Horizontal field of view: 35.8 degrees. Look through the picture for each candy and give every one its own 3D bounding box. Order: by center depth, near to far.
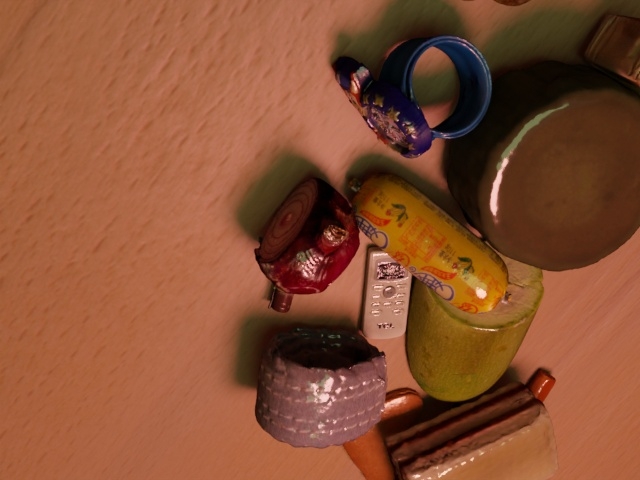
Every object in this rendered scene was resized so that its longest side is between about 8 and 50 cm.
[{"bbox_3d":[0.299,0.420,1.925,0.320,0.135,0.179,-20,126,-11],"label":"candy"}]

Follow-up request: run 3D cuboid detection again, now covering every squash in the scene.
[{"bbox_3d":[0.282,0.172,1.904,0.233,0.210,0.309,-6,146,-12],"label":"squash"}]

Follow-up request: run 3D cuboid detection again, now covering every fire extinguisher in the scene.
[{"bbox_3d":[-0.058,0.064,1.779,0.056,0.039,0.132,4,115,-26],"label":"fire extinguisher"}]

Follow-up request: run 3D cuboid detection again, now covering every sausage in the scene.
[{"bbox_3d":[0.188,0.004,1.713,0.347,0.123,0.123,38,104,1],"label":"sausage"},{"bbox_3d":[0.433,0.325,2.029,0.041,0.039,0.131,18,112,-29],"label":"sausage"}]

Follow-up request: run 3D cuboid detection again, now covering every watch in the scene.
[{"bbox_3d":[0.165,-0.249,1.619,0.200,0.171,0.196,-38,118,-10],"label":"watch"}]

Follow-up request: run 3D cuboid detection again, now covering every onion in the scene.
[{"bbox_3d":[0.000,0.000,1.652,0.140,0.218,0.195,44,67,-19],"label":"onion"}]

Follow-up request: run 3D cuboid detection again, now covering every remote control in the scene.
[{"bbox_3d":[0.124,0.099,1.845,0.087,0.029,0.190,-1,117,-13],"label":"remote control"}]

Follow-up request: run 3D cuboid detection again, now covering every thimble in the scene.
[{"bbox_3d":[0.002,0.262,1.797,0.236,0.205,0.172,5,113,-10],"label":"thimble"}]

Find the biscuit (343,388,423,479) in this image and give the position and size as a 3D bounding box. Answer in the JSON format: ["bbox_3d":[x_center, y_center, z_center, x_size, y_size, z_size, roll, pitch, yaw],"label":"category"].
[{"bbox_3d":[0.144,0.398,1.997,0.186,0.036,0.192,-31,120,1],"label":"biscuit"}]

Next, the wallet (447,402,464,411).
[{"bbox_3d":[0.246,0.470,2.043,0.165,0.042,0.309,18,110,-36],"label":"wallet"}]

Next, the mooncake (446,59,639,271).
[{"bbox_3d":[0.403,-0.130,1.708,0.356,0.194,0.356,-8,121,-13],"label":"mooncake"}]

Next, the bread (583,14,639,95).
[{"bbox_3d":[0.566,-0.288,1.658,0.192,0.210,0.110,31,101,-25],"label":"bread"}]

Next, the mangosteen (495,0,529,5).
[{"bbox_3d":[0.278,-0.475,1.503,0.243,0.243,0.243,-6,117,-11],"label":"mangosteen"}]
